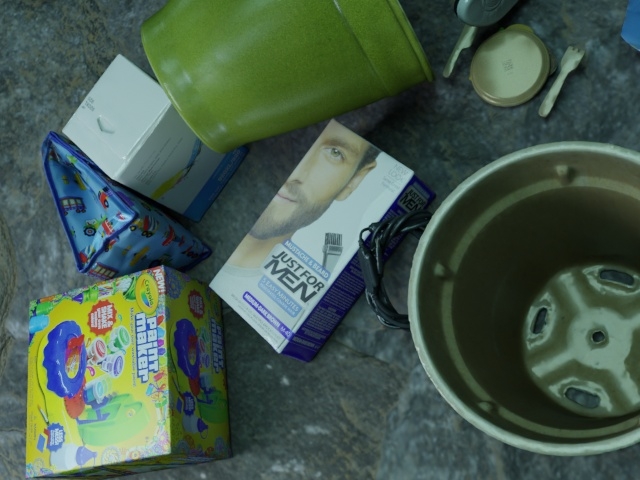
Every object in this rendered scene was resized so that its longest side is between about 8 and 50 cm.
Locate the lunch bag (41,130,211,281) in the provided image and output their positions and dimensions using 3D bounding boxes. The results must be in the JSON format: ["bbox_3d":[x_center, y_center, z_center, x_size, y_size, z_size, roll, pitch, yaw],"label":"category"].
[{"bbox_3d":[-0.364,-0.059,1.410,0.138,0.221,0.293,-45,60,7],"label":"lunch bag"}]

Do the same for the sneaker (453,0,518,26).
[{"bbox_3d":[0.255,-0.410,1.260,0.216,0.079,0.121,-36,51,-24],"label":"sneaker"}]

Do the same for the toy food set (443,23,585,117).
[{"bbox_3d":[0.297,-0.269,1.250,0.192,0.038,0.133,31,97,26],"label":"toy food set"}]

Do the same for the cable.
[{"bbox_3d":[0.136,0.048,1.188,0.150,0.047,0.185,-19,101,-11],"label":"cable"}]

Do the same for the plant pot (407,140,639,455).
[{"bbox_3d":[0.311,0.093,0.966,0.333,0.305,0.334,-8,70,24],"label":"plant pot"}]

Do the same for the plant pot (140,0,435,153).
[{"bbox_3d":[-0.066,-0.316,1.234,0.352,0.366,0.367,-30,63,10],"label":"plant pot"}]

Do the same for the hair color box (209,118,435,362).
[{"bbox_3d":[0.000,0.000,1.273,0.185,0.110,0.339,38,92,32],"label":"hair color box"}]

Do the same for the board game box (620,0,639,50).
[{"bbox_3d":[0.500,-0.303,1.146,0.133,0.033,0.169,13,59,17],"label":"board game box"}]

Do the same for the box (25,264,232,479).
[{"bbox_3d":[-0.313,0.225,1.322,0.279,0.177,0.290,-15,68,21],"label":"box"}]

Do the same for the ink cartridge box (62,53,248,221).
[{"bbox_3d":[-0.280,-0.172,1.396,0.171,0.232,0.168,39,94,31],"label":"ink cartridge box"}]
